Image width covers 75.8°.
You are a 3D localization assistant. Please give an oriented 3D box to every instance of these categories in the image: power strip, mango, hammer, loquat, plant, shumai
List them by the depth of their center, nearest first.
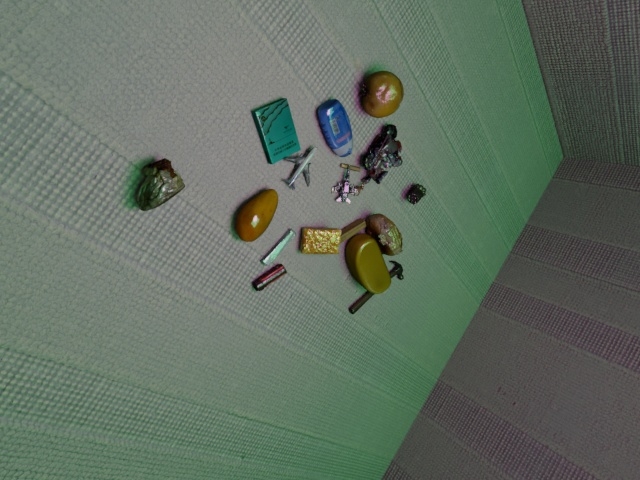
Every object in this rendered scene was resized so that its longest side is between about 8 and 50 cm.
[{"bbox_3d":[-0.569,-0.195,1.411,0.184,0.184,0.142,-38,104,-24],"label":"shumai"},{"bbox_3d":[-0.262,-0.111,1.713,0.138,0.113,0.253,42,76,-42],"label":"mango"},{"bbox_3d":[0.280,-0.681,1.918,0.213,0.213,0.213,-16,116,-36],"label":"loquat"},{"bbox_3d":[0.120,-0.030,2.104,0.305,0.064,0.044,-31,121,-28],"label":"power strip"},{"bbox_3d":[0.548,-0.265,2.355,0.143,0.092,0.094,-47,171,-43],"label":"plant"},{"bbox_3d":[0.333,0.283,2.422,0.440,0.044,0.168,-39,128,-24],"label":"hammer"}]

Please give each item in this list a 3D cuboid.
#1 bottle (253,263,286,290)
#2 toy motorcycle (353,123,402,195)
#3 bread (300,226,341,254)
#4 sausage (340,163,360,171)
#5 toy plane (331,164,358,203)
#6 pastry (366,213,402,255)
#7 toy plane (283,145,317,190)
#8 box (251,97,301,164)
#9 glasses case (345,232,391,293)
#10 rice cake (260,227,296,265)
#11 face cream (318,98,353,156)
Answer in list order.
[{"bbox_3d":[-0.234,0.173,1.885,0.164,0.060,0.060,-33,125,-26],"label":"bottle"},{"bbox_3d":[0.298,-0.384,2.077,0.207,0.134,0.401,46,71,-34],"label":"toy motorcycle"},{"bbox_3d":[0.001,0.000,1.967,0.188,0.068,0.125,2,106,-15],"label":"bread"},{"bbox_3d":[0.148,-0.360,2.032,0.132,0.024,0.024,3,104,-42],"label":"sausage"},{"bbox_3d":[0.126,-0.273,2.006,0.135,0.062,0.188,8,111,-10],"label":"toy plane"},{"bbox_3d":[0.328,-0.026,2.177,0.121,0.236,0.257,-35,115,-12],"label":"pastry"},{"bbox_3d":[-0.082,-0.326,1.818,0.226,0.058,0.226,-63,146,-11],"label":"toy plane"},{"bbox_3d":[-0.178,-0.452,1.704,0.161,0.042,0.226,-35,126,-27],"label":"box"},{"bbox_3d":[0.247,0.132,2.215,0.173,0.141,0.371,-35,124,-13],"label":"glasses case"},{"bbox_3d":[-0.191,0.031,1.883,0.211,0.034,0.043,-48,122,-15],"label":"rice cake"},{"bbox_3d":[0.081,-0.502,1.878,0.149,0.083,0.264,-41,128,-21],"label":"face cream"}]
